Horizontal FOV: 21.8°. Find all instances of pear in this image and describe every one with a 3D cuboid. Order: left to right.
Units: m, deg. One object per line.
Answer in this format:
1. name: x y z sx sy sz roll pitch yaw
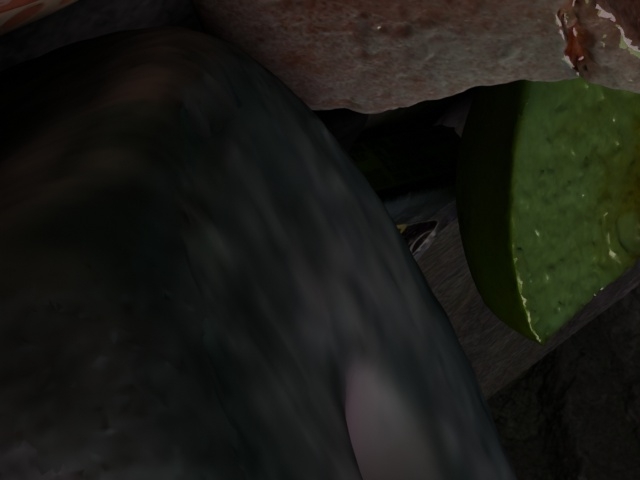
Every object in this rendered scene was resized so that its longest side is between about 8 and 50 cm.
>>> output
1. pear: 0.173 -0.099 1.178 0.288 0.139 0.239 -35 128 -35

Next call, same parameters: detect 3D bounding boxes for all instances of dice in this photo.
1. dice: -0.117 0.142 0.607 0.348 0.330 0.328 -25 -162 16

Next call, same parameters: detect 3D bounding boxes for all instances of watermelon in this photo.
1. watermelon: 0.055 -0.166 0.650 0.193 0.232 0.310 1 -165 20

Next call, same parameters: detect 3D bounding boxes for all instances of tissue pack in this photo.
1. tissue pack: 0.000 0.000 1.223 0.235 0.073 0.173 -14 152 -51

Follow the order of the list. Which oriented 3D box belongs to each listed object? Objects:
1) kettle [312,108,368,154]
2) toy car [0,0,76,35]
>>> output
1. kettle: -0.096 0.010 0.894 0.271 0.207 0.251 -40 146 -23
2. toy car: -0.141 -0.124 0.445 0.270 0.181 0.212 -25 170 -36
